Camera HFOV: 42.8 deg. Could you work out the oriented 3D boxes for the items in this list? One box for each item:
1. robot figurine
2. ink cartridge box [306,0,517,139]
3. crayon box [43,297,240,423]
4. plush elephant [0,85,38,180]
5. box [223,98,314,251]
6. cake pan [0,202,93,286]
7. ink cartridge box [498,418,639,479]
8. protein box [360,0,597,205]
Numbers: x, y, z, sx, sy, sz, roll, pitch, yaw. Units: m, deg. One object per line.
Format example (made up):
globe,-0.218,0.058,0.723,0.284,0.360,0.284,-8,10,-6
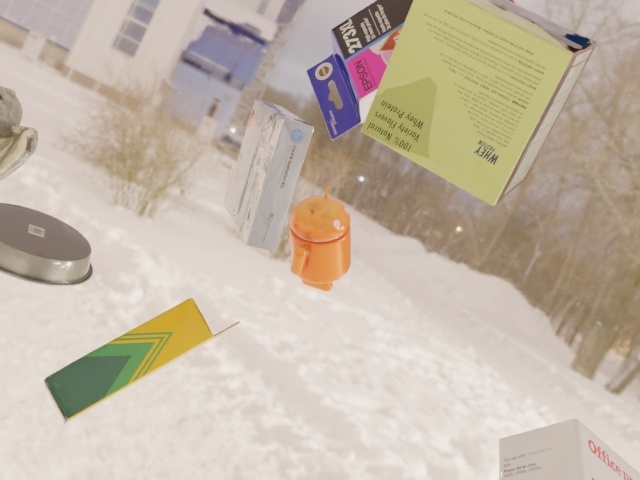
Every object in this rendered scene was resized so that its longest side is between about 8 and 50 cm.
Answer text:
robot figurine,-0.001,0.001,1.683,0.158,0.219,0.128,-14,38,-17
ink cartridge box,0.138,-0.333,1.363,0.069,0.371,0.175,33,32,-51
crayon box,-0.315,0.200,1.427,0.083,0.323,0.203,60,-22,3
plush elephant,-0.569,-0.202,1.232,0.255,0.330,0.272,-27,43,-28
box,-0.066,-0.082,0.955,0.038,0.145,0.186,14,11,-19
cake pan,-0.618,0.002,1.739,0.293,0.054,0.293,25,14,-7
ink cartridge box,0.319,0.394,0.986,0.211,0.121,0.289,40,40,-30
protein box,0.194,-0.189,1.014,0.200,0.201,0.136,32,30,17
